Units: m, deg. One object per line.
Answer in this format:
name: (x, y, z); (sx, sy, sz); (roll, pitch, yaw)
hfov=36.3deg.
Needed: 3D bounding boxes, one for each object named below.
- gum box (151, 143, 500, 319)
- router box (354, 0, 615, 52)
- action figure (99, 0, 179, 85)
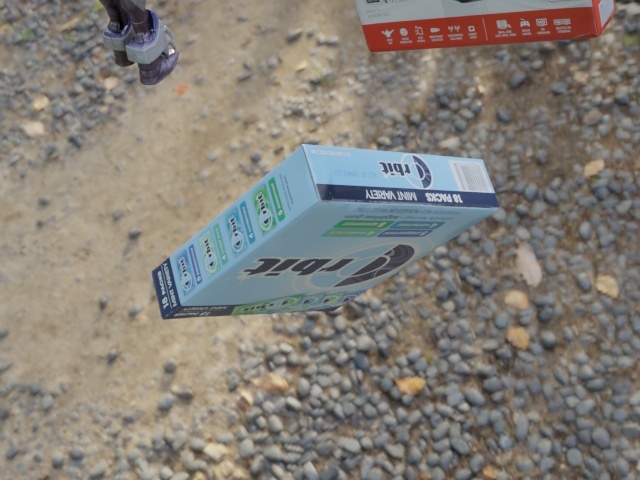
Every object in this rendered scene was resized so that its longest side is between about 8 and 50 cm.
gum box: (0.000, 0.000, 0.656); (0.184, 0.157, 0.041); (-36, 63, 44)
router box: (0.179, -0.399, 1.238); (0.336, 0.301, 0.082); (3, 38, 35)
action figure: (-0.266, -0.339, 1.260); (0.185, 0.285, 0.099); (21, 60, 21)
